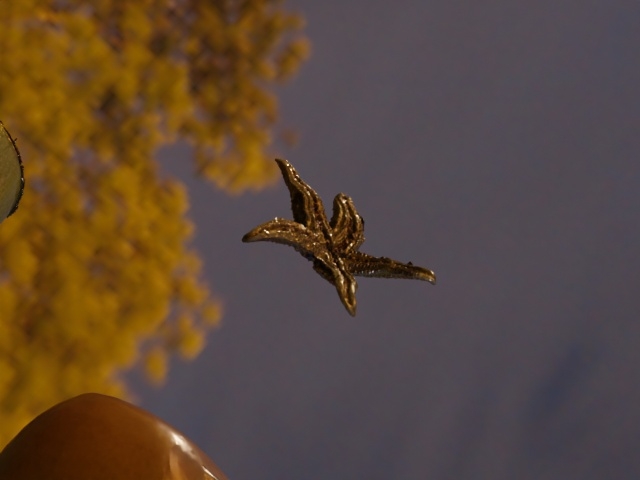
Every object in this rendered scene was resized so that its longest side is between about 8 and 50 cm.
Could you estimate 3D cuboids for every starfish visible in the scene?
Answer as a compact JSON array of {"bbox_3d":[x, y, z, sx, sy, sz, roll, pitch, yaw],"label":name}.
[{"bbox_3d":[0.000,0.000,1.828,0.053,0.176,0.208,-62,-141,23],"label":"starfish"}]

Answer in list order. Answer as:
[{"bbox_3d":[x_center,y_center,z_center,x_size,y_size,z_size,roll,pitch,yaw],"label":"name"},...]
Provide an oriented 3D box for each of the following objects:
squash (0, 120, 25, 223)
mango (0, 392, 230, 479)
[{"bbox_3d":[-0.380,-0.010,1.972,0.137,0.137,0.287,-36,-155,29],"label":"squash"},{"bbox_3d":[-0.119,0.328,1.523,0.300,0.446,0.232,-19,-165,31],"label":"mango"}]
